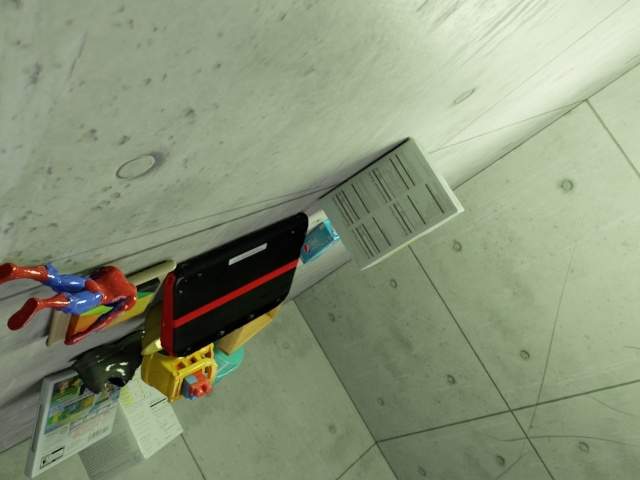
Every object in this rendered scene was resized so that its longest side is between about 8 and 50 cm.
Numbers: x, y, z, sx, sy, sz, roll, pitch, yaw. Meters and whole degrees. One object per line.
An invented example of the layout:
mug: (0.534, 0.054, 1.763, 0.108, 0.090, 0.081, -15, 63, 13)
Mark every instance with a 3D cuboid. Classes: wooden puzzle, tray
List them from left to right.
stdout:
wooden puzzle: (-0.401, 0.128, 0.994, 0.221, 0.044, 0.239, -25, 171, -40)
tray: (-0.278, 0.317, 2.211, 0.202, 0.076, 0.411, -62, 169, 21)

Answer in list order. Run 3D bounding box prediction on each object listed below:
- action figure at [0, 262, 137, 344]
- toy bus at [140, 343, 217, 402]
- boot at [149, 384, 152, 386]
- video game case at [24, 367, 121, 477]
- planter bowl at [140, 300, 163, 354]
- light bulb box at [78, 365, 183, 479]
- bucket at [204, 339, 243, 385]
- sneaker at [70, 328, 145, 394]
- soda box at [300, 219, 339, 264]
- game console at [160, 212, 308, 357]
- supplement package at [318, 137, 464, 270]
action figure: (-0.366, 0.095, 0.736, 0.139, 0.091, 0.280, -38, 171, 7)
toy bus: (-0.382, 0.379, 1.532, 0.220, 0.212, 0.149, -18, 132, -50)
boot: (-0.544, 0.396, 1.734, 0.229, 0.091, 0.263, 14, -170, 29)
video game case: (-0.736, 0.515, 1.588, 0.329, 0.036, 0.299, -7, 113, -72)
planter bowl: (-0.392, 0.207, 1.367, 0.217, 0.090, 0.217, -32, 171, -6)
light bulb box: (-0.745, 0.653, 1.945, 0.226, 0.360, 0.358, -29, 173, 3)
bucket: (-0.486, 0.489, 2.293, 0.183, 0.281, 0.281, -37, 171, 17)
sneaker: (-0.572, 0.352, 1.508, 0.109, 0.130, 0.286, -37, 172, 36)
soda box: (0.000, 0.000, 1.641, 0.071, 0.067, 0.210, -26, 172, -36)
game console: (-0.208, 0.111, 1.265, 0.387, 0.060, 0.341, -27, 148, -36)
supplement package: (0.176, -0.084, 1.252, 0.263, 0.197, 0.199, -33, 173, 18)
